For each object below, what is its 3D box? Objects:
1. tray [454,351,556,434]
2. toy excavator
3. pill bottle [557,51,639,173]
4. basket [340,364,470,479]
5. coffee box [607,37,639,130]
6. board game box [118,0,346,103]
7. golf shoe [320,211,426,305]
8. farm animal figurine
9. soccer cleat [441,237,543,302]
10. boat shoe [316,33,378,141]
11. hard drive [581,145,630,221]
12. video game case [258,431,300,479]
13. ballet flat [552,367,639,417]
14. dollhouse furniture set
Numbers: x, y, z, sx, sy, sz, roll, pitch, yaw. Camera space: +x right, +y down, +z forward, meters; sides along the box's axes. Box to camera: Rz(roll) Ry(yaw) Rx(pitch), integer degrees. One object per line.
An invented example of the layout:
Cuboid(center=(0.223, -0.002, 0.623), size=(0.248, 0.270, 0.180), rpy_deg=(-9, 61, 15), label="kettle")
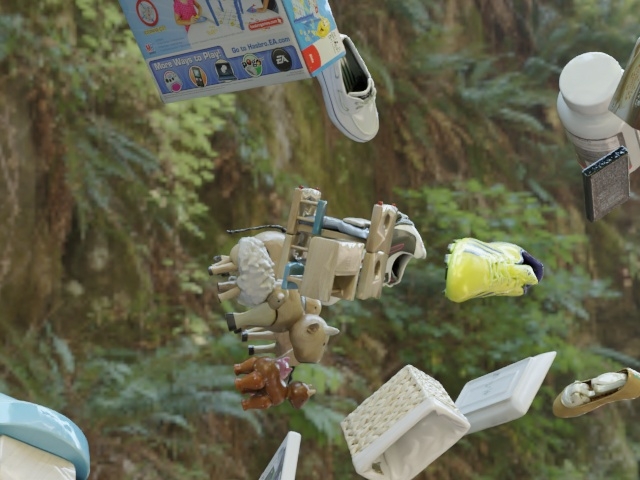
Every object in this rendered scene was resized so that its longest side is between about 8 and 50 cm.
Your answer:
Cuboid(center=(0.312, 0.278, 1.864), size=(0.030, 0.145, 0.270), rpy_deg=(41, -31, -6), label="tray")
Cuboid(center=(-0.480, 0.284, 1.342), size=(0.433, 0.445, 0.222), rpy_deg=(-41, -53, 21), label="toy excavator")
Cuboid(center=(0.622, -0.277, 2.276), size=(0.176, 0.176, 0.318), rpy_deg=(-4, -23, 23), label="pill bottle")
Cuboid(center=(0.127, 0.289, 1.603), size=(0.167, 0.103, 0.113), rpy_deg=(-43, -47, 13), label="basket")
Cuboid(center=(0.566, -0.251, 1.705), size=(0.098, 0.141, 0.246), rpy_deg=(20, 15, 1), label="coffee box")
Cuboid(center=(-0.151, -0.356, 1.407), size=(0.308, 0.301, 0.086), rpy_deg=(-1, 29, 42), label="board game box")
Cuboid(center=(0.093, 0.060, 2.103), size=(0.273, 0.120, 0.105), rpy_deg=(-45, -23, 24), label="golf shoe")
Cuboid(center=(-0.062, 0.128, 1.712), size=(0.172, 0.326, 0.330), rpy_deg=(-13, 9, 0), label="farm animal figurine")
Cuboid(center=(0.272, 0.047, 1.602), size=(0.121, 0.093, 0.289), rpy_deg=(12, 8, 25), label="soccer cleat")
Cuboid(center=(0.049, -0.242, 1.673), size=(0.076, 0.083, 0.226), rpy_deg=(17, -27, 43), label="boat shoe")
Cuboid(center=(0.534, -0.104, 1.921), size=(0.094, 0.022, 0.135), rpy_deg=(-32, -40, -8), label="hard drive")
Cuboid(center=(-0.079, 0.392, 1.452), size=(0.022, 0.190, 0.173), rpy_deg=(21, -52, -10), label="video game case")
Cuboid(center=(0.593, 0.324, 2.243), size=(0.232, 0.080, 0.073), rpy_deg=(-26, -49, 34), label="ballet flat")
Cuboid(center=(0.000, 0.000, 1.317), size=(0.129, 0.128, 0.184), rpy_deg=(13, 3, 24), label="dollhouse furniture set")
